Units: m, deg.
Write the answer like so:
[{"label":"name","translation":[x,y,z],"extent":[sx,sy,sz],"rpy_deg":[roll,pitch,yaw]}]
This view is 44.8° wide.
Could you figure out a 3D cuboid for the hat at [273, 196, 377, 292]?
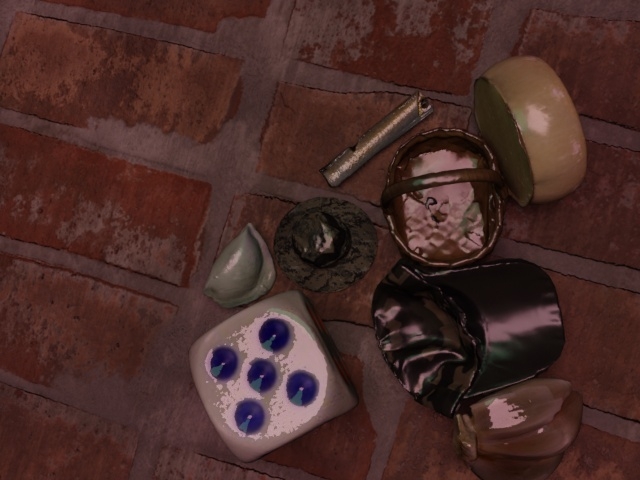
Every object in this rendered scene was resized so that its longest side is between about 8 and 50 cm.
[{"label":"hat","translation":[0.000,0.000,1.894],"extent":[0.265,0.128,0.266],"rpy_deg":[-2,79,12]}]

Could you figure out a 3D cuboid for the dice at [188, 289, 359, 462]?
[{"label":"dice","translation":[-0.108,0.312,1.793],"extent":[0.304,0.277,0.304],"rpy_deg":[-29,77,2]}]

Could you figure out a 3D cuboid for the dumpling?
[{"label":"dumpling","translation":[-0.196,0.068,1.938],"extent":[0.104,0.149,0.217],"rpy_deg":[23,85,46]}]

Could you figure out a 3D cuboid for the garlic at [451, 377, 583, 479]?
[{"label":"garlic","translation":[0.436,0.433,1.699],"extent":[0.325,0.279,0.132],"rpy_deg":[-8,40,-9]}]

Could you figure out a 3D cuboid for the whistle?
[{"label":"whistle","translation":[0.139,-0.250,1.940],"extent":[0.326,0.057,0.068],"rpy_deg":[-38,81,2]}]

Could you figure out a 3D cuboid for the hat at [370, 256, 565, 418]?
[{"label":"hat","translation":[0.338,0.195,1.784],"extent":[0.381,0.257,0.366],"rpy_deg":[-12,89,-13]}]

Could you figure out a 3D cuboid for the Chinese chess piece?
[{"label":"Chinese chess piece","translation":[0.464,-0.244,1.743],"extent":[0.140,0.338,0.338],"rpy_deg":[-20,79,-1]}]

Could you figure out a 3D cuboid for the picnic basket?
[{"label":"picnic basket","translation":[0.280,-0.105,1.766],"extent":[0.292,0.337,0.337],"rpy_deg":[-8,81,8]}]
